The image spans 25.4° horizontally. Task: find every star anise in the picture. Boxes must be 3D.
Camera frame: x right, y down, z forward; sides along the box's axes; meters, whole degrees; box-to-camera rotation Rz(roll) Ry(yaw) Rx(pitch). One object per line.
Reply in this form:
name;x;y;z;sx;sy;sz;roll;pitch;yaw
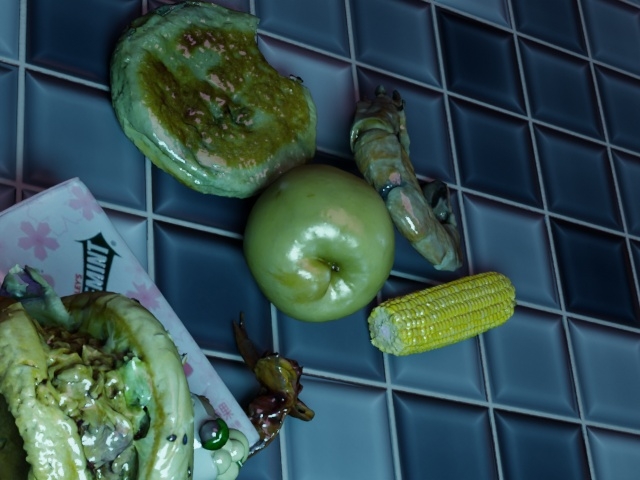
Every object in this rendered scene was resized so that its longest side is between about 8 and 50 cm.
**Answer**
star anise;-0.080;0.159;1.642;0.144;0.158;0.140;28;29;23

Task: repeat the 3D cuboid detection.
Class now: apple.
apple;0.000;0.000;1.715;0.200;0.200;0.200;19;54;-28

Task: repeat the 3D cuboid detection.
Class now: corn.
corn;0.165;0.095;1.855;0.248;0.081;0.081;-13;73;-43

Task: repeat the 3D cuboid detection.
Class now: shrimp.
shrimp;0.117;-0.089;1.889;0.247;0.085;0.360;50;18;-32

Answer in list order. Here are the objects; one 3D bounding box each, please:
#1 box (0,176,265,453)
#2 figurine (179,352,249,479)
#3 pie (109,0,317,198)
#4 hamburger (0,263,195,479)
box;-0.231;0.127;1.512;0.190;0.112;0.369;-35;87;-43
figurine;-0.143;0.168;1.395;0.093;0.147;0.197;-38;121;-23
pie;-0.132;-0.182;1.804;0.303;0.067;0.302;18;54;-27
hamburger;-0.239;0.176;1.221;0.195;0.276;0.318;5;30;-40
